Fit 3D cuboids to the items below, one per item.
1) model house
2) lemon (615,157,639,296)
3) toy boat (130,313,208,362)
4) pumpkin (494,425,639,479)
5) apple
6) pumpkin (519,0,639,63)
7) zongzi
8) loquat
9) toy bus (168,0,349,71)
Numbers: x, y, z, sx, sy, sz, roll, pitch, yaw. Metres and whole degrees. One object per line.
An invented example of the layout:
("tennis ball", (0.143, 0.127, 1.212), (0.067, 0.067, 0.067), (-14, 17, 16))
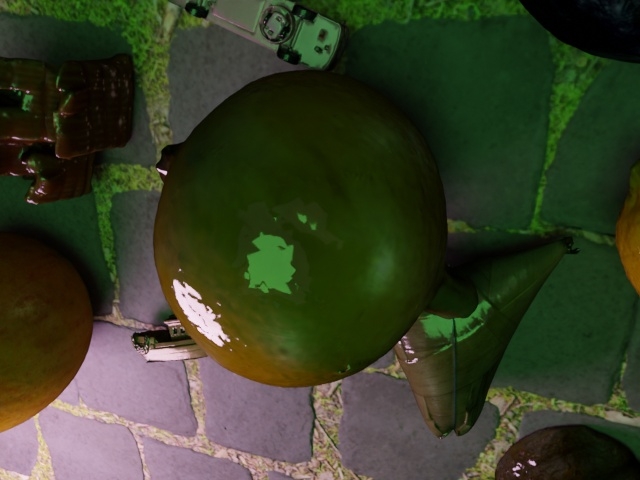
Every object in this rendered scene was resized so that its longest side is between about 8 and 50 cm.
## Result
("model house", (-0.356, -0.141, 0.741), (0.229, 0.219, 0.200), (-7, 112, -27))
("lemon", (0.397, 0.009, 0.555), (0.256, 0.188, 0.188), (41, 121, -7))
("toy boat", (-0.206, 0.146, 0.904), (0.206, 0.064, 0.072), (-11, 93, 22))
("pumpkin", (0.360, 0.348, 0.768), (0.253, 0.130, 0.149), (2, 116, 20))
("apple", (-0.519, 0.145, 0.890), (0.298, 0.275, 0.299), (8, 113, 19))
("pumpkin", (0.293, -0.247, 0.363), (0.363, 0.363, 0.266), (7, 109, 16))
("zongzi", (0.215, 0.122, 0.726), (0.256, 0.115, 0.228), (-20, 110, 17))
("loquat", (0.000, 0.000, 0.609), (0.359, 0.328, 0.329), (26, 121, -4))
("toy bus", (-0.067, -0.251, 0.639), (0.203, 0.090, 0.063), (27, 111, 5))
